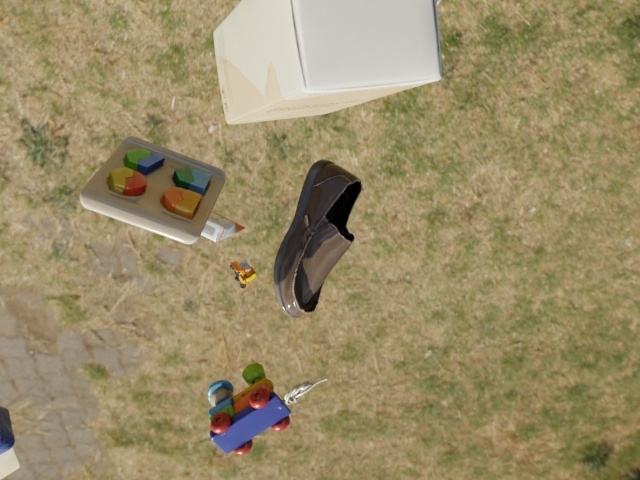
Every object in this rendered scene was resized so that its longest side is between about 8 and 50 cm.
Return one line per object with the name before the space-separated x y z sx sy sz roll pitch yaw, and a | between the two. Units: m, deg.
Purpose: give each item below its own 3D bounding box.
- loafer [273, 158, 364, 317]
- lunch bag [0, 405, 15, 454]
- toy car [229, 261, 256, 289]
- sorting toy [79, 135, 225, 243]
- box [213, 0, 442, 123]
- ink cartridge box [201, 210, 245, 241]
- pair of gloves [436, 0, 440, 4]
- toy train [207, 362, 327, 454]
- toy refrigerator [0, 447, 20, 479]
loafer | 0.000 0.000 1.515 0.130 0.366 0.133 13 179 34
lunch bag | -0.586 0.326 1.185 0.067 0.098 0.065 -32 146 -3
toy car | -0.135 0.071 1.287 0.040 0.122 0.060 -29 111 -14
sorting toy | -0.265 -0.094 1.117 0.192 0.208 0.038 20 125 -6
box | -0.011 -0.204 0.729 0.147 0.311 0.121 -9 97 -18
ink cartridge box | -0.244 -0.058 1.459 0.145 0.179 0.045 26 107 9
pair of gloves | 0.099 -0.361 0.663 0.240 0.042 0.204 37 105 -30
toy train | -0.111 0.296 1.341 0.248 0.143 0.105 -33 128 0
toy refrigerator | -0.714 0.419 1.426 0.094 0.102 0.270 -31 157 -31
